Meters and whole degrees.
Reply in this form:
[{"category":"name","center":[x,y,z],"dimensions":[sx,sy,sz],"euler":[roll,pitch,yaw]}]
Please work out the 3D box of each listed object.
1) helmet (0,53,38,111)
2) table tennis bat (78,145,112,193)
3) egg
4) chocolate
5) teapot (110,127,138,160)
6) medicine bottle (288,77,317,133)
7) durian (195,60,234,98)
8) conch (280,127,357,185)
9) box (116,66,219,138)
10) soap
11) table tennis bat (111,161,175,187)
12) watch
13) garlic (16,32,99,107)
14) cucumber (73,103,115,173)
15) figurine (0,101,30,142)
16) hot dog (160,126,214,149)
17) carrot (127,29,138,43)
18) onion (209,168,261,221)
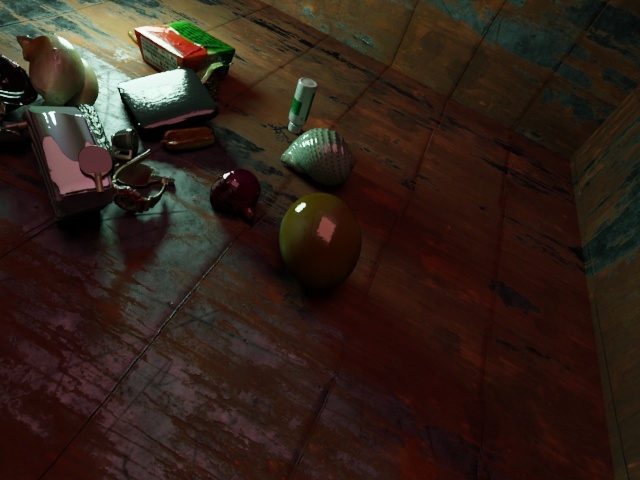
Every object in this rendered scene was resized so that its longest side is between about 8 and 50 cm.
[{"category":"helmet","center":[-1.186,-0.551,1.469],"dimensions":[0.279,0.160,0.231],"euler":[46,30,-12]},{"category":"table tennis bat","center":[-0.641,-0.205,1.171],"dimensions":[0.086,0.013,0.157],"euler":[-7,71,-30]},{"category":"egg","center":[0.000,0.000,1.394],"dimensions":[0.282,0.283,0.351],"euler":[8,48,-17]},{"category":"chocolate","center":[-0.672,-0.939,2.041],"dimensions":[0.360,0.162,0.341],"euler":[35,45,17]},{"category":"teapot","center":[-0.749,-0.369,1.547],"dimensions":[0.090,0.092,0.124],"euler":[-3,42,-4]},{"category":"medicine bottle","center":[-0.092,-0.641,1.964],"dimensions":[0.095,0.260,0.095],"euler":[12,44,-12]},{"category":"durian","center":[-0.554,-0.733,1.941],"dimensions":[0.132,0.107,0.375],"euler":[33,67,21]},{"category":"conch","center":[0.005,-0.394,1.822],"dimensions":[0.319,0.215,0.303],"euler":[21,34,-6]},{"category":"box","center":[-0.651,-0.598,1.750],"dimensions":[0.350,0.091,0.359],"euler":[-25,64,-22]},{"category":"soap","center":[-0.794,-0.249,1.290],"dimensions":[0.156,0.261,0.446],"euler":[-13,55,-36]},{"category":"table tennis bat","center":[-0.654,-0.239,1.515],"dimensions":[0.220,0.019,0.130],"euler":[10,47,-14]},{"category":"watch","center":[-0.623,-0.210,1.443],"dimensions":[0.164,0.102,0.268],"euler":[32,42,-7]},{"category":"garlic","center":[-0.988,-0.631,1.560],"dimensions":[0.249,0.286,0.313],"euler":[-30,69,-28]},{"category":"cucumber","center":[-0.822,-0.362,1.498],"dimensions":[0.096,0.096,0.359],"euler":[-17,57,-34]},{"category":"figurine","center":[-1.140,-0.345,1.315],"dimensions":[0.386,0.166,0.207],"euler":[-25,29,-36]},{"category":"hot dog","center":[-0.550,-0.420,1.693],"dimensions":[0.235,0.062,0.092],"euler":[-18,83,-40]},{"category":"carrot","center":[-0.957,-1.047,2.122],"dimensions":[0.165,0.036,0.035],"euler":[41,46,19]},{"category":"onion","center":[-0.300,-0.166,1.533],"dimensions":[0.195,0.140,0.218],"euler":[-14,60,-41]}]
